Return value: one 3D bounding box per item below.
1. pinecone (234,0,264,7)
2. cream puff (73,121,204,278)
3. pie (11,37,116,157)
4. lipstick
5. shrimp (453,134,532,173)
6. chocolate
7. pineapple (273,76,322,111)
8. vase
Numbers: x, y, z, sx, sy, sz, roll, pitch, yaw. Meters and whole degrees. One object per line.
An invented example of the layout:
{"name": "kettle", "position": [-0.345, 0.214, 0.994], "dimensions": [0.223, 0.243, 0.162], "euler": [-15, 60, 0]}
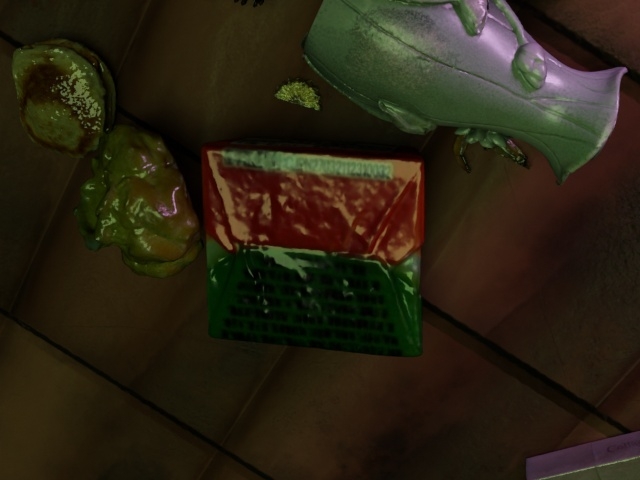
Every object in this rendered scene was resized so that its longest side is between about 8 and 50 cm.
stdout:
{"name": "pinecone", "position": [-0.110, -0.416, 1.307], "dimensions": [0.120, 0.140, 0.140], "euler": [-11, 110, -10]}
{"name": "cream puff", "position": [-0.308, -0.059, 1.422], "dimensions": [0.185, 0.282, 0.282], "euler": [-25, 106, -9]}
{"name": "pie", "position": [-0.438, -0.238, 1.484], "dimensions": [0.178, 0.084, 0.205], "euler": [5, 115, 11]}
{"name": "lipstick", "position": [0.542, 0.380, 1.505], "dimensions": [0.371, 0.076, 0.080], "euler": [-19, 107, 19]}
{"name": "shrimp", "position": [0.272, -0.136, 1.394], "dimensions": [0.127, 0.025, 0.091], "euler": [31, 114, 4]}
{"name": "chocolate", "position": [0.000, 0.000, 1.436], "dimensions": [0.360, 0.161, 0.341], "euler": [4, 111, 10]}
{"name": "pineapple", "position": [-0.033, -0.242, 1.427], "dimensions": [0.083, 0.019, 0.045], "euler": [16, 119, 6]}
{"name": "vase", "position": [0.209, -0.251, 1.252], "dimensions": [0.445, 0.250, 0.250], "euler": [27, 114, 1]}
